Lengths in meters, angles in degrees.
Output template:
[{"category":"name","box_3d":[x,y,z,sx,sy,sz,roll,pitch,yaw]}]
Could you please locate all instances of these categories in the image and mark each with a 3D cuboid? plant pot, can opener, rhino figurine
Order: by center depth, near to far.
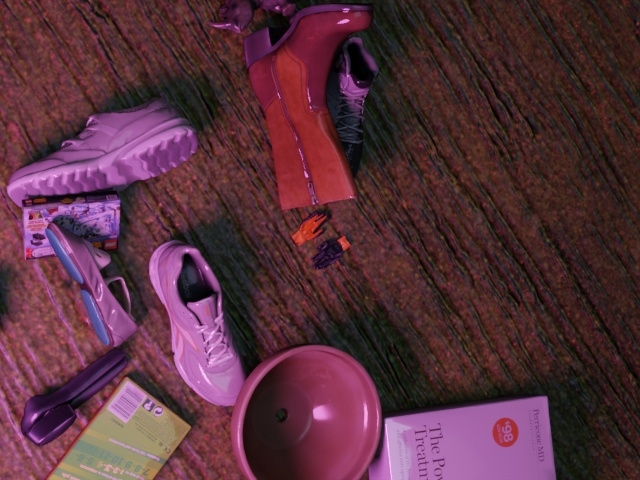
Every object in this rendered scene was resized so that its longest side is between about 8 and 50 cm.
[{"category":"can opener","box_3d":[-0.351,0.222,1.785,0.073,0.059,0.186,42,62,16]},{"category":"plant pot","box_3d":[-0.035,0.267,1.847,0.237,0.110,0.237,-1,93,-27]},{"category":"rhino figurine","box_3d":[-0.069,-0.380,1.905,0.243,0.073,0.106,-30,68,-17]}]

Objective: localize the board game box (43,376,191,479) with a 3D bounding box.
[{"category":"board game box","box_3d":[-0.314,0.337,1.798,0.124,0.039,0.259,40,73,-11]}]

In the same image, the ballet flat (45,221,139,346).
[{"category":"ballet flat","box_3d":[-0.322,0.053,1.782,0.068,0.072,0.213,-33,116,-23]}]

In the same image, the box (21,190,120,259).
[{"category":"box","box_3d":[-0.357,-0.022,1.783,0.137,0.027,0.094,-6,130,-19]}]

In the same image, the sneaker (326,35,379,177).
[{"category":"sneaker","box_3d":[0.040,-0.204,1.902,0.086,0.132,0.228,-1,86,-19]}]

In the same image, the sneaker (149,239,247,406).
[{"category":"sneaker","box_3d":[-0.172,0.124,1.814,0.099,0.121,0.262,-25,95,-19]}]

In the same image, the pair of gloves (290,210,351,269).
[{"category":"pair of gloves","box_3d":[0.000,0.000,1.939,0.074,0.010,0.083,-41,102,-18]}]

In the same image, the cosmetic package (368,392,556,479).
[{"category":"cosmetic package","box_3d":[0.231,0.442,1.944,0.284,0.097,0.377,-5,88,-22]}]

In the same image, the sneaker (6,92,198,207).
[{"category":"sneaker","box_3d":[-0.323,-0.126,1.812,0.281,0.105,0.115,-22,58,-14]}]

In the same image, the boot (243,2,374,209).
[{"category":"boot","box_3d":[0.003,-0.194,1.830,0.096,0.264,0.280,-12,88,-52]}]
